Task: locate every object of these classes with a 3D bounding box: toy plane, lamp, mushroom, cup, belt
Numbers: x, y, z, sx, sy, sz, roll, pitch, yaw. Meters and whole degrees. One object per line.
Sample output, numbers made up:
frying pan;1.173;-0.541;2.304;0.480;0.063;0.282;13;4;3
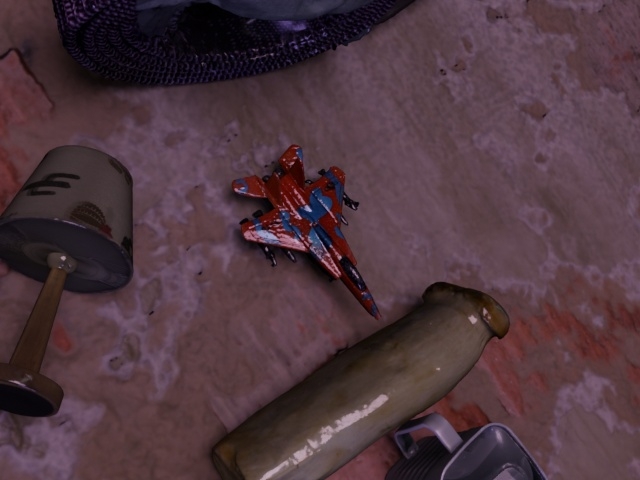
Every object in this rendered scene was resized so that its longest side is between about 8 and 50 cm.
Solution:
toy plane;-0.002;0.001;0.830;0.130;0.061;0.189;-34;94;-28
lamp;-0.217;0.029;0.691;0.121;0.121;0.214;21;56;-16
mushroom;0.046;0.138;0.784;0.312;0.100;0.081;-32;110;-24
cup;0.121;0.216;0.779;0.095;0.129;0.128;-39;92;-28
belt;-0.077;-0.233;0.751;0.325;0.260;0.122;-11;81;-32

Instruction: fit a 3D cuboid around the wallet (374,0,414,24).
wallet;0.039;-0.419;0.979;0.247;0.041;0.323;-38;88;-28
